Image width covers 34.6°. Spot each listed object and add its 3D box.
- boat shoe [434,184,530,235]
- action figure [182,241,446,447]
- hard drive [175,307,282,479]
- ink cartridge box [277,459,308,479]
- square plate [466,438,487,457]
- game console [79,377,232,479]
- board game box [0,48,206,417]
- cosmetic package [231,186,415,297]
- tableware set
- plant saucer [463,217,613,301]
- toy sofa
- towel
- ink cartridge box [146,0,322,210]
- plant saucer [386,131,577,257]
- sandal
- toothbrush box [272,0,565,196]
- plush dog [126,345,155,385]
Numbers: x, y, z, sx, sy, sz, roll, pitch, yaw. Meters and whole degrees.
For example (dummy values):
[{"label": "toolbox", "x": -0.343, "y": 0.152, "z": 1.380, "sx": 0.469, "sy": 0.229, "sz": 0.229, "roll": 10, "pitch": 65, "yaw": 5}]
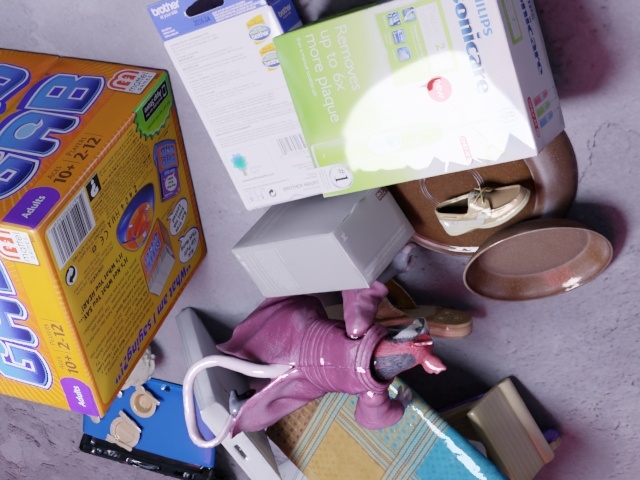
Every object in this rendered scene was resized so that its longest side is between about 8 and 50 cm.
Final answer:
[{"label": "boat shoe", "x": 0.203, "y": -0.044, "z": 1.310, "sx": 0.135, "sy": 0.050, "sz": 0.045, "roll": -23, "pitch": 123, "yaw": 40}, {"label": "action figure", "x": 0.007, "y": 0.147, "z": 1.415, "sx": 0.370, "sy": 0.275, "sz": 0.248, "roll": -9, "pitch": 93, "yaw": 48}, {"label": "hard drive", "x": -0.154, "y": 0.259, "z": 1.692, "sx": 0.040, "sy": 0.307, "sz": 0.203, "roll": -33, "pitch": 118, "yaw": 0}, {"label": "ink cartridge box", "x": -0.030, "y": 0.594, "z": 2.024, "sx": 0.279, "sy": 0.160, "sz": 0.384, "roll": 38, "pitch": 136, "yaw": -11}, {"label": "square plate", "x": 0.129, "y": 0.461, "z": 1.666, "sx": 0.347, "sy": 0.049, "sz": 0.344, "roll": 2, "pitch": 112, "yaw": 37}, {"label": "game console", "x": -0.318, "y": 0.380, "z": 2.064, "sx": 0.293, "sy": 0.173, "sz": 0.250, "roll": 12, "pitch": 166, "yaw": 18}, {"label": "board game box", "x": -0.422, "y": -0.023, "z": 1.488, "sx": 0.356, "sy": 0.356, "sz": 0.356, "roll": 10, "pitch": 134, "yaw": 18}, {"label": "cosmetic package", "x": 0.000, "y": 0.000, "z": 1.428, "sx": 0.238, "sy": 0.127, "sz": 0.107, "roll": -4, "pitch": 127, "yaw": 51}, {"label": "tableware set", "x": -0.386, "y": 0.316, "z": 1.980, "sx": 0.141, "sy": 0.020, "sz": 0.169, "roll": 39, "pitch": 110, "yaw": 9}, {"label": "plant saucer", "x": 0.285, "y": 0.021, "z": 1.363, "sx": 0.198, "sy": 0.036, "sz": 0.199, "roll": -5, "pitch": 150, "yaw": -3}, {"label": "toy sofa", "x": 0.206, "y": 0.350, "z": 1.706, "sx": 0.362, "sy": 0.177, "sz": 0.150, "roll": -31, "pitch": 90, "yaw": 44}, {"label": "towel", "x": 0.096, "y": 0.336, "z": 1.577, "sx": 0.370, "sy": 0.040, "sz": 0.271, "roll": 43, "pitch": 122, "yaw": 20}, {"label": "ink cartridge box", "x": -0.081, "y": -0.197, "z": 1.345, "sx": 0.185, "sy": 0.065, "sz": 0.311, "roll": -10, "pitch": 118, "yaw": 35}, {"label": "plant saucer", "x": 0.179, "y": -0.084, "z": 1.356, "sx": 0.310, "sy": 0.050, "sz": 0.311, "roll": 14, "pitch": 136, "yaw": 13}, {"label": "sandal", "x": 0.112, "y": 0.087, "z": 1.543, "sx": 0.240, "sy": 0.088, "sz": 0.079, "roll": 6, "pitch": 111, "yaw": 22}, {"label": "toothbrush box", "x": 0.114, "y": -0.185, "z": 1.199, "sx": 0.283, "sy": 0.122, "sz": 0.206, "roll": -9, "pitch": 106, "yaw": 31}, {"label": "plush dog", "x": -0.447, "y": 0.168, "z": 1.829, "sx": 0.225, "sy": 0.210, "sz": 0.262, "roll": 27, "pitch": 143, "yaw": 36}]
